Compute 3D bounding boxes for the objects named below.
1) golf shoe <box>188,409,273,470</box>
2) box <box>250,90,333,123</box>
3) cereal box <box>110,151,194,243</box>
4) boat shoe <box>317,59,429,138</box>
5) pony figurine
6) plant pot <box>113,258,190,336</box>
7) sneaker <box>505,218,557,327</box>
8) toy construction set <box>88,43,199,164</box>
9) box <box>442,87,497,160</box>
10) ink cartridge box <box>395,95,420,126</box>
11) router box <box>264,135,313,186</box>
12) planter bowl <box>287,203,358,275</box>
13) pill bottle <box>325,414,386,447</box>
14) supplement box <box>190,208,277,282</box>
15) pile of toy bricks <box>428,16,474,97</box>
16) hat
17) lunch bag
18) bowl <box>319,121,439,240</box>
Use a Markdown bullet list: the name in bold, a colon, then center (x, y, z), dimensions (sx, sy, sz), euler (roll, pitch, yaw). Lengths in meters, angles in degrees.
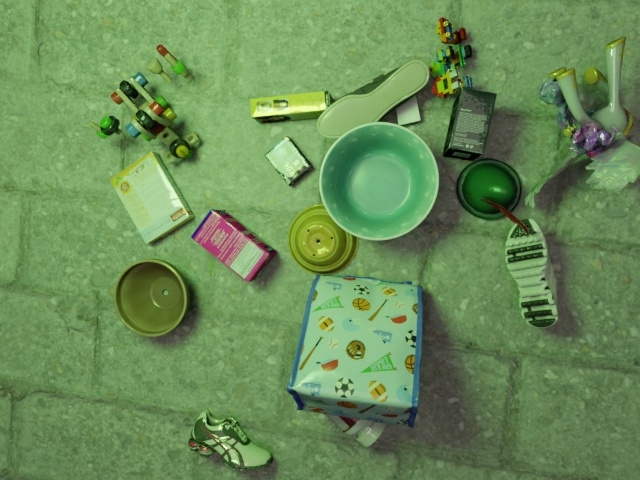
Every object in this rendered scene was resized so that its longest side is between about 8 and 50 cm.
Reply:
- **golf shoe**: center (-0.273, 0.622, 1.438), dimensions (0.273, 0.105, 0.120), euler (15, 88, 8)
- **box**: center (-0.081, -0.387, 1.360), dimensions (0.233, 0.087, 0.058), euler (-4, 90, 10)
- **cereal box**: center (-0.529, -0.133, 1.464), dimensions (0.173, 0.047, 0.240), euler (-30, 88, 9)
- **boat shoe**: center (0.146, -0.385, 1.295), dimensions (0.335, 0.095, 0.112), euler (-29, 104, 10)
- **pony figurine**: center (0.679, -0.261, 1.156), dimensions (0.351, 0.303, 0.363), euler (-32, 103, -16)
- **plant pot**: center (-0.504, 0.171, 1.445), dimensions (0.238, 0.110, 0.237), euler (1, 93, 10)
- **sneaker**: center (0.581, 0.083, 1.264), dimensions (0.110, 0.118, 0.291), euler (-8, 96, 42)
- **toy construction set**: center (-0.464, -0.382, 1.395), dimensions (0.258, 0.237, 0.308), euler (21, 78, 37)
- **box**: center (0.396, -0.306, 1.251), dimensions (0.093, 0.156, 0.158), euler (11, 95, 8)
- **ink cartridge box**: center (0.245, -0.390, 1.335), dimensions (0.063, 0.029, 0.115), euler (-10, 89, 10)
- **router box**: center (-0.094, -0.237, 1.393), dimensions (0.092, 0.038, 0.122), euler (-39, 87, 10)
- **planter bowl**: center (0.000, 0.000, 1.365), dimensions (0.217, 0.090, 0.217), euler (0, 92, 9)
- **pill bottle**: center (0.079, 0.487, 1.362), dimensions (0.221, 0.121, 0.121), euler (42, 98, 5)
- **supplement box**: center (-0.256, 0.013, 1.395), dimensions (0.220, 0.111, 0.114), euler (39, 97, 5)
- **pile of toy bricks**: center (0.345, -0.486, 1.283), dimensions (0.105, 0.118, 0.212), euler (-15, 79, 49)
- **hat**: center (0.474, -0.134, 1.233), dimensions (0.209, 0.183, 0.172), euler (29, 97, 6)
- **lunch bag**: center (0.113, 0.275, 1.270), dimensions (0.328, 0.238, 0.385), euler (5, 55, 8)
- **bowl**: center (0.163, -0.157, 1.293), dimensions (0.312, 0.163, 0.311), euler (0, 93, 10)
